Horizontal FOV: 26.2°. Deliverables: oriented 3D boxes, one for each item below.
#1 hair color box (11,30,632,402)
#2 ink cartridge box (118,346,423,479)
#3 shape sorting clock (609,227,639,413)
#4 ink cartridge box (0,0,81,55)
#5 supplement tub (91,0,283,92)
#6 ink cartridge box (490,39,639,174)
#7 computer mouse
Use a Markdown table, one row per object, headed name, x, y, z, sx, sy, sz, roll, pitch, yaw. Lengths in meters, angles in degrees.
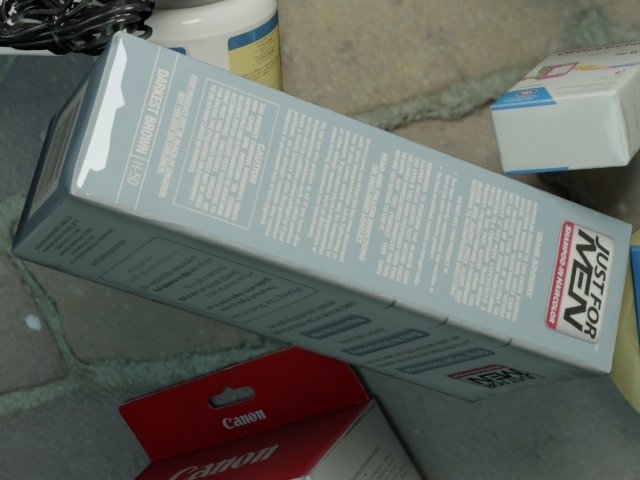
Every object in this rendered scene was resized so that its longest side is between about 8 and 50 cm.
| name | x | y | z | sx | sy | sz | roll | pitch | yaw |
| --- | --- | --- | --- | --- | --- | --- | --- | --- | --- |
| hair color box | 0.000 | 0.000 | 0.938 | 0.374 | 0.114 | 0.185 | 20 | 161 | -19 |
| ink cartridge box | -0.060 | 0.262 | 1.267 | 0.309 | 0.130 | 0.272 | -23 | 103 | 38 |
| shape sorting clock | 0.300 | 0.065 | 0.992 | 0.206 | 0.040 | 0.206 | 13 | 119 | 25 |
| ink cartridge box | -0.265 | -0.264 | 1.108 | 0.158 | 0.092 | 0.218 | 5 | 117 | 28 |
| supplement tub | -0.099 | -0.103 | 1.066 | 0.144 | 0.144 | 0.200 | 12 | 122 | 25 |
| ink cartridge box | 0.179 | -0.091 | 0.922 | 0.088 | 0.122 | 0.052 | -4 | 111 | 32 |
| computer mouse | -0.103 | -0.222 | 0.957 | 0.188 | 0.272 | 0.072 | 11 | 154 | 51 |
